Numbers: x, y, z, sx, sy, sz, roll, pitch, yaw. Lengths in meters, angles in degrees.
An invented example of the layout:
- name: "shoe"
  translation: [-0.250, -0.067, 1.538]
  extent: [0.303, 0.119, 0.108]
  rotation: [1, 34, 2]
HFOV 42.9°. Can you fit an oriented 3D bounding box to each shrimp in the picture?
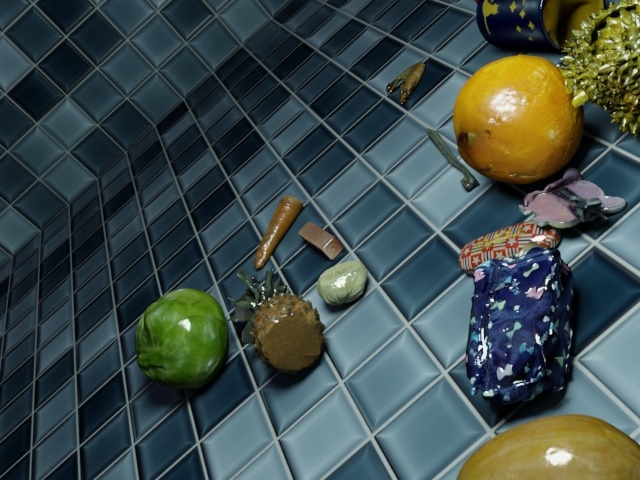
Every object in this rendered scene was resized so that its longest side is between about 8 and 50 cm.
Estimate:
- name: "shrimp"
  translation: [0.216, -0.416, 2.182]
  extent: [0.124, 0.034, 0.178]
  rotation: [-16, 38, 44]

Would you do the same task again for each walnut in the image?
- name: "walnut"
  translation: [0.270, 0.317, 0.995]
  extent: [0.297, 0.203, 0.203]
  rotation: [-22, 35, 39]

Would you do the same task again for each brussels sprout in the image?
- name: "brussels sprout"
  translation: [-0.311, 0.225, 1.823]
  extent: [0.244, 0.244, 0.244]
  rotation: [-31, 31, 21]

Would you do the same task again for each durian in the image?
- name: "durian"
  translation: [0.569, -0.312, 1.391]
  extent: [0.292, 0.258, 0.258]
  rotation: [4, 52, 33]

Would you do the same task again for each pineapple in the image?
- name: "pineapple"
  translation: [-0.102, 0.164, 1.729]
  extent: [0.165, 0.165, 0.364]
  rotation: [-46, 21, -5]

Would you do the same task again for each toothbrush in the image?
- name: "toothbrush"
  translation: [0.285, -0.185, 1.799]
  extent: [0.030, 0.030, 0.297]
  rotation: [-46, 28, 15]

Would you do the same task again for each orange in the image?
- name: "orange"
  translation: [0.368, -0.221, 1.526]
  extent: [0.246, 0.246, 0.246]
  rotation: [-31, 31, 21]

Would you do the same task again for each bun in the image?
- name: "bun"
  translation: [0.049, 0.092, 1.690]
  extent: [0.115, 0.069, 0.115]
  rotation: [-23, 17, 7]

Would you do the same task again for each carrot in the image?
- name: "carrot"
  translation: [-0.115, -0.016, 2.055]
  extent: [0.061, 0.061, 0.210]
  rotation: [-3, 52, 50]

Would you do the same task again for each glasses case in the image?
- name: "glasses case"
  translation: [0.334, 0.010, 1.461]
  extent: [0.194, 0.049, 0.073]
  rotation: [-22, 36, 34]

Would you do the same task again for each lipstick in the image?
- name: "lipstick"
  translation: [0.000, 0.000, 1.895]
  extent: [0.045, 0.045, 0.145]
  rotation: [-47, 28, -5]

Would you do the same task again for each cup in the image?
- name: "cup"
  translation: [0.504, -0.552, 1.835]
  extent: [0.255, 0.178, 0.256]
  rotation: [-61, 29, 0]

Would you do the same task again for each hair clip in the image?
- name: "hair clip"
  translation: [0.431, -0.066, 1.409]
  extent: [0.146, 0.056, 0.187]
  rotation: [-23, 19, -7]

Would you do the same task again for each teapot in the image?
- name: "teapot"
  translation: [0.360, 0.061, 1.373]
  extent: [0.080, 0.085, 0.110]
  rotation: [26, 100, 36]

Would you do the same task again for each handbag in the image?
- name: "handbag"
  translation: [0.306, 0.131, 1.260]
  extent: [0.161, 0.113, 0.260]
  rotation: [-14, 49, 34]

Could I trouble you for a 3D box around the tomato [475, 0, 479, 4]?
- name: "tomato"
  translation: [0.480, -0.674, 2.034]
  extent: [0.232, 0.188, 0.232]
  rotation: [-165, 90, -75]
